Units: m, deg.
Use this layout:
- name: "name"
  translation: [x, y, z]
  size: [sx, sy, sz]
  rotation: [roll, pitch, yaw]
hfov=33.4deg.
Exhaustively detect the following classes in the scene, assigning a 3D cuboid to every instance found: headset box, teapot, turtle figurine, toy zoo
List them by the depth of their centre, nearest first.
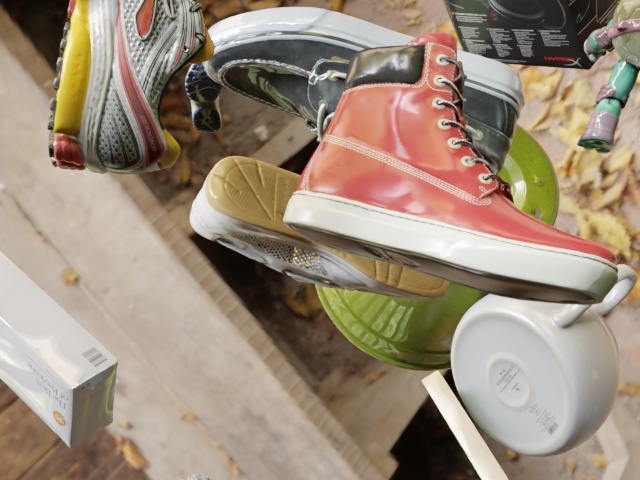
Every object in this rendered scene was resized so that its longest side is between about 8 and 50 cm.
- name: "turtle figurine"
  translation: [0.349, -0.207, 1.127]
  size: [0.175, 0.118, 0.234]
  rotation: [7, 80, 39]
- name: "headset box"
  translation: [0.258, -0.382, 1.423]
  size: [0.218, 0.110, 0.293]
  rotation: [14, 142, 47]
- name: "teapot"
  translation: [0.320, 0.160, 1.474]
  size: [0.256, 0.187, 0.253]
  rotation: [0, 107, 51]
- name: "toy zoo"
  translation: [0.236, 0.323, 1.509]
  size: [0.192, 0.030, 0.293]
  rotation: [59, -179, 40]

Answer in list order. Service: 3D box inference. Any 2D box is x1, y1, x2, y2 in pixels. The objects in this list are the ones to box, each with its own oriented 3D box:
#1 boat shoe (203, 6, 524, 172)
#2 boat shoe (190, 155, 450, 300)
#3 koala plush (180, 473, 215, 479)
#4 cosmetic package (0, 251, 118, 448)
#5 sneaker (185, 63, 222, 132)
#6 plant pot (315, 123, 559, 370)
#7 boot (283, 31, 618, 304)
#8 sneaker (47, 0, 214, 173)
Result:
- name: "boat shoe"
  translation: [0.037, -0.144, 1.072]
  size: [0.335, 0.119, 0.121]
  rotation: [10, 154, 4]
- name: "boat shoe"
  translation: [0.000, 0.000, 1.086]
  size: [0.277, 0.098, 0.096]
  rotation: [22, 144, -18]
- name: "koala plush"
  translation: [-0.060, 0.344, 0.873]
  size: [0.221, 0.196, 0.203]
  rotation: [30, 102, -31]
- name: "cosmetic package"
  translation: [-0.305, 0.095, 1.078]
  size: [0.239, 0.060, 0.099]
  rotation: [37, 138, 24]
- name: "sneaker"
  translation: [-0.165, -0.217, 1.503]
  size: [0.052, 0.058, 0.135]
  rotation: [-1, 140, -9]
- name: "plant pot"
  translation: [0.192, -0.021, 1.612]
  size: [0.366, 0.366, 0.353]
  rotation: [39, 159, 6]
- name: "boot"
  translation: [0.107, -0.059, 0.751]
  size: [0.244, 0.176, 0.088]
  rotation: [17, 169, 28]
- name: "sneaker"
  translation: [-0.110, -0.151, 0.675]
  size: [0.092, 0.088, 0.225]
  rotation: [9, 98, -12]
